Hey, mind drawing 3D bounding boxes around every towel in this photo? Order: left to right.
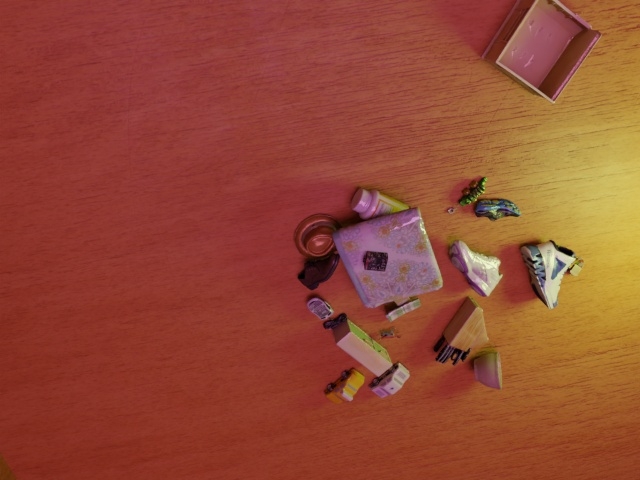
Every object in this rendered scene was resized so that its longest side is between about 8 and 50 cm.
[{"bbox_3d":[0.252,0.071,1.687,0.320,0.090,0.375,-18,123,13],"label":"towel"},{"bbox_3d":[0.342,0.288,1.900,0.151,0.023,0.113,-27,157,6],"label":"towel"}]

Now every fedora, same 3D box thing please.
[{"bbox_3d":[0.000,0.000,1.715,0.194,0.079,0.195,-4,116,-8],"label":"fedora"}]

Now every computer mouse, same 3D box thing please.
[{"bbox_3d":[0.017,0.286,1.877,0.106,0.042,0.193,-34,121,13],"label":"computer mouse"}]

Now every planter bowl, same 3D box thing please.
[{"bbox_3d":[0.751,0.584,2.078,0.109,0.162,0.162,-6,120,25],"label":"planter bowl"}]

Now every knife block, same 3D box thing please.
[{"bbox_3d":[0.585,0.403,1.991,0.241,0.088,0.276,-20,117,0],"label":"knife block"}]

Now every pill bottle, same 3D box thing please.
[{"bbox_3d":[0.222,-0.109,1.675,0.214,0.117,0.117,24,110,-18],"label":"pill bottle"}]

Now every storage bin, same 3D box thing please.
[{"bbox_3d":[0.715,-0.635,1.496,0.262,0.123,0.261,25,110,-18],"label":"storage bin"}]

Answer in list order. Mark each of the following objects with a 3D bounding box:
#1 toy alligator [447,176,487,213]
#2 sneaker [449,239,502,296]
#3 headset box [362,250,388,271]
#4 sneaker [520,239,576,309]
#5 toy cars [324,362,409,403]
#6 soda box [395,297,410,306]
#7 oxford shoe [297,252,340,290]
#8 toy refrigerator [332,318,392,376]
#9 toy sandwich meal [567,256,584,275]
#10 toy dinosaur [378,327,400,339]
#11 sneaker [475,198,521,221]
[{"bbox_3d":[0.561,-0.161,1.738,0.056,0.051,0.190,39,104,-22],"label":"toy alligator"},{"bbox_3d":[0.624,0.086,1.851,0.152,0.114,0.305,-43,119,-3],"label":"sneaker"},{"bbox_3d":[0.190,0.073,1.616,0.083,0.032,0.062,5,125,-1],"label":"headset box"},{"bbox_3d":[0.959,0.124,1.893,0.182,0.127,0.316,-25,115,6],"label":"sneaker"},{"bbox_3d":[0.213,0.654,2.055,0.393,0.087,0.177,-6,116,-6],"label":"toy cars"},{"bbox_3d":[0.284,0.179,1.853,0.058,0.061,0.181,-35,115,10],"label":"soda box"},{"bbox_3d":[-0.012,0.109,1.727,0.096,0.083,0.227,33,131,-17],"label":"oxford shoe"},{"bbox_3d":[0.179,0.448,1.944,0.094,0.102,0.269,-43,113,12],"label":"toy refrigerator"},{"bbox_3d":[1.085,0.110,1.959,0.085,0.029,0.086,-3,116,-7],"label":"toy sandwich meal"},{"bbox_3d":[0.298,0.411,1.966,0.082,0.090,0.047,13,134,19],"label":"toy dinosaur"},{"bbox_3d":[0.683,-0.114,1.782,0.188,0.067,0.078,2,136,-11],"label":"sneaker"}]
